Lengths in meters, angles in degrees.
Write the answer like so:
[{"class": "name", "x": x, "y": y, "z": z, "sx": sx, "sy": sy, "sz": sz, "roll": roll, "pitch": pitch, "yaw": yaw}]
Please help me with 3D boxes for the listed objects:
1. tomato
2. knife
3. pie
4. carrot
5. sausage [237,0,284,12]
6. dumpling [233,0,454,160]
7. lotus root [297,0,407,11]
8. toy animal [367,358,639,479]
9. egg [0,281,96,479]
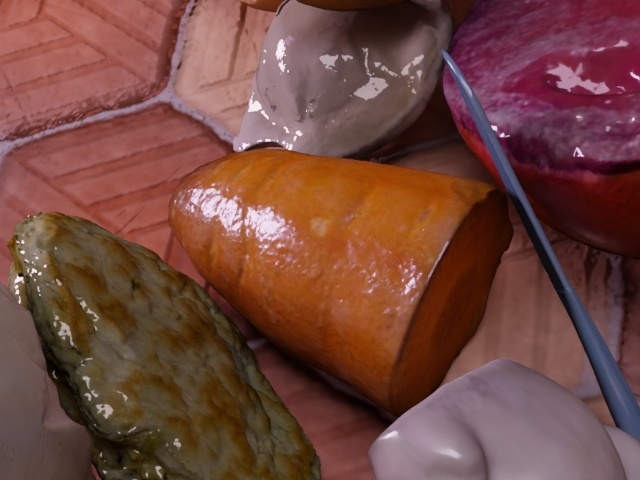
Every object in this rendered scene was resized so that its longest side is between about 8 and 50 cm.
[{"class": "tomato", "x": 0.251, "y": -0.112, "z": 1.042, "sx": 0.289, "sy": 0.176, "sz": 0.335, "roll": 5, "pitch": 50, "yaw": 31}, {"class": "knife", "x": 0.147, "y": 0.020, "z": 0.939, "sx": 0.019, "sy": 0.044, "sz": 0.313, "roll": -27, "pitch": 97, "yaw": -1}, {"class": "pie", "x": -0.111, "y": 0.081, "z": 0.933, "sx": 0.090, "sy": 0.201, "sz": 0.248, "roll": -44, "pitch": 59, "yaw": 18}, {"class": "carrot", "x": 0.000, "y": 0.000, "z": 0.986, "sx": 0.225, "sy": 0.159, "sz": 0.159, "roll": 26, "pitch": 60, "yaw": 26}, {"class": "sausage", "x": 0.004, "y": -0.270, "z": 1.176, "sx": 0.136, "sy": 0.120, "sz": 0.241, "roll": 34, "pitch": 63, "yaw": 25}, {"class": "dumpling", "x": 0.025, "y": -0.121, "z": 1.079, "sx": 0.136, "sy": 0.118, "sz": 0.199, "roll": 34, "pitch": 75, "yaw": 34}, {"class": "lotus root", "x": 0.046, "y": -0.247, "z": 1.026, "sx": 0.342, "sy": 0.151, "sz": 0.169, "roll": -31, "pitch": 97, "yaw": -31}, {"class": "toy animal", "x": 0.172, "y": 0.232, "z": 0.802, "sx": 0.241, "sy": 0.196, "sz": 0.367, "roll": -12, "pitch": 47, "yaw": -41}, {"class": "egg", "x": -0.301, "y": 0.145, "z": 0.815, "sx": 0.336, "sy": 0.278, "sz": 0.278, "roll": -30, "pitch": 61, "yaw": -17}]
